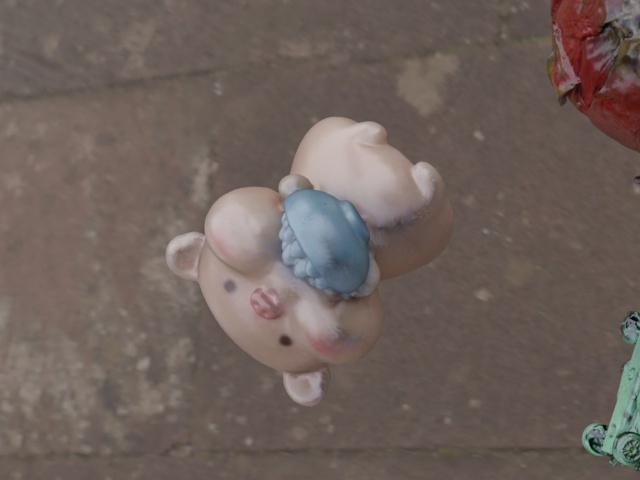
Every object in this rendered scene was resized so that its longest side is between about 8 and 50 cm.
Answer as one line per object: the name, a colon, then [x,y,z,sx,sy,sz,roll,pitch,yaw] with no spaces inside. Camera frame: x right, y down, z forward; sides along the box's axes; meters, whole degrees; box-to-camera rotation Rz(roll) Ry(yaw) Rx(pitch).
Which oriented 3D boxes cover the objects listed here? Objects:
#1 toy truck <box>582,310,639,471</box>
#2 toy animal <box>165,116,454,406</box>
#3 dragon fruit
toy truck: [0.307,0.140,1.454,0.078,0.080,0.154,20,85,-14]
toy animal: [0.002,-0.001,1.496,0.210,0.221,0.229,43,140,2]
dragon fruit: [0.284,-0.179,1.269,0.224,0.148,0.218,-44,78,8]
